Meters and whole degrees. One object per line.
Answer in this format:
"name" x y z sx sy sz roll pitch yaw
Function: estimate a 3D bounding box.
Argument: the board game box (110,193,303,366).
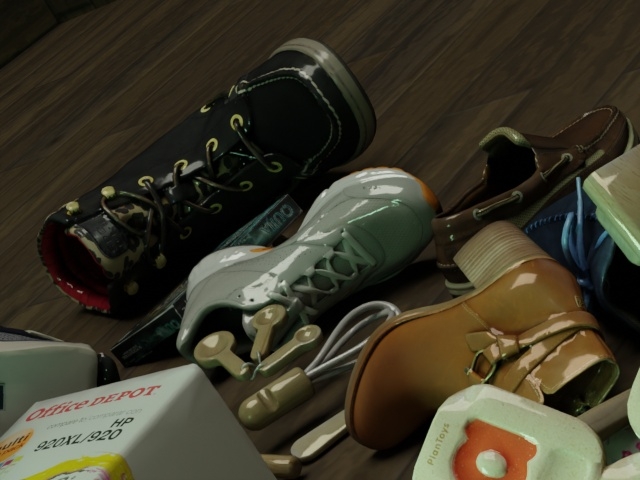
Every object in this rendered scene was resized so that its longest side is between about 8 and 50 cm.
"board game box" -0.106 0.037 1.800 0.186 0.026 0.126 -45 7 -38

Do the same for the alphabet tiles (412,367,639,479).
"alphabet tiles" 0.140 0.174 0.685 0.278 0.021 0.284 20 85 25

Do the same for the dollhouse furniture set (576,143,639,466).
"dollhouse furniture set" 0.146 0.081 0.744 0.355 0.303 0.174 -30 -21 -15

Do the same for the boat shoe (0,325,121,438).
"boat shoe" -0.355 0.129 1.661 0.341 0.127 0.158 7 -1 -20

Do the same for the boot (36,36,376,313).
"boot" -0.121 -0.059 1.933 0.284 0.138 0.377 -38 10 -23

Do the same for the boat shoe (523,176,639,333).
"boat shoe" 0.209 0.010 1.260 0.089 0.109 0.258 -32 13 -29

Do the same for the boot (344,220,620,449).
"boot" 0.101 0.098 1.258 0.197 0.073 0.152 -55 40 20

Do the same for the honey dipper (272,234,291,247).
"honey dipper" 0.000 0.000 1.787 0.030 0.030 0.161 -39 14 -27

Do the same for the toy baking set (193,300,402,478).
"toy baking set" -0.035 0.110 1.441 0.256 0.030 0.197 1 41 37

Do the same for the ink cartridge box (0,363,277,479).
"ink cartridge box" -0.145 0.216 1.153 0.171 0.168 0.232 -15 23 43

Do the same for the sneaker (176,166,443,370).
"sneaker" -0.011 0.038 1.605 0.262 0.099 0.121 -30 22 28

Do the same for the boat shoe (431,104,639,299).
"boat shoe" 0.171 -0.052 1.523 0.095 0.095 0.257 -15 22 41
